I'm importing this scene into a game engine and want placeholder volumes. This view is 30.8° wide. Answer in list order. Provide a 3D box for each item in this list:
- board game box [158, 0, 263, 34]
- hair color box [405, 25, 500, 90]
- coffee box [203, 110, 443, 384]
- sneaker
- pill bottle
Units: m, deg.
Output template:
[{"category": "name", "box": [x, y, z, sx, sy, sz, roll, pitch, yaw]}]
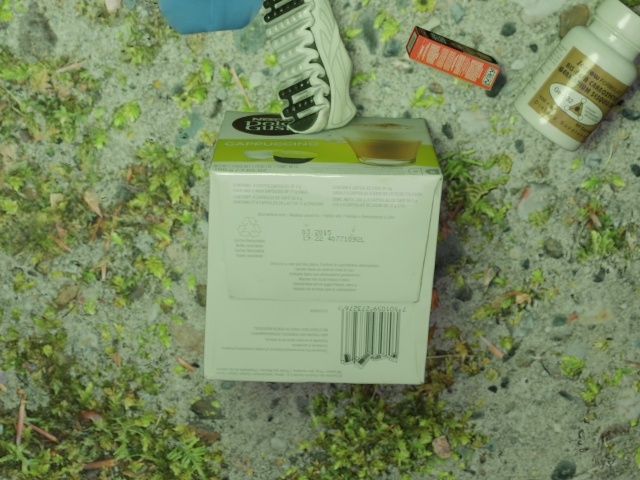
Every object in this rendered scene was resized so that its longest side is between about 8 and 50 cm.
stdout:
[{"category": "board game box", "box": [-0.172, -0.390, 1.817, 0.169, 0.033, 0.133, -8, 136, -13]}, {"category": "hair color box", "box": [0.210, -0.291, 1.853, 0.141, 0.072, 0.043, 20, 112, -10]}, {"category": "coffee box", "box": [0.000, 0.000, 1.833, 0.338, 0.334, 0.338, 2, 112, -1]}, {"category": "sneaker", "box": [-0.012, -0.310, 1.810, 0.110, 0.118, 0.292, -9, 88, 47]}, {"category": "pill bottle", "box": [0.423, -0.265, 1.835, 0.131, 0.131, 0.229, 32, 109, -14]}]
